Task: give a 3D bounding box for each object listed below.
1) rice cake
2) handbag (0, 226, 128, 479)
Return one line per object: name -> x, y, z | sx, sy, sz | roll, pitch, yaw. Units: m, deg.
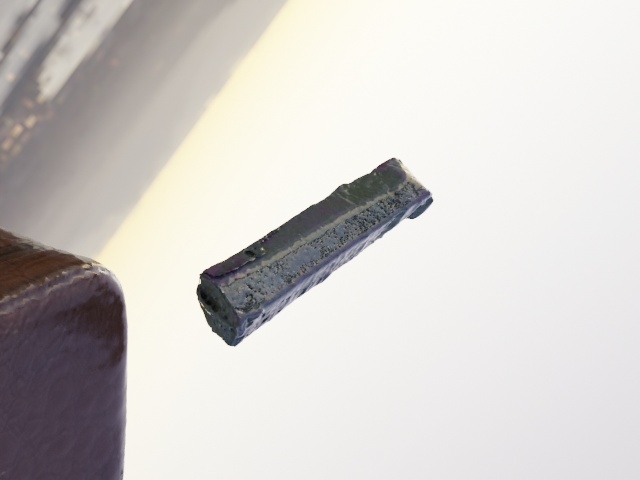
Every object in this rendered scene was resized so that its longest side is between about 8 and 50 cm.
rice cake -> 0.000, 0.000, 1.034 | 0.211, 0.043, 0.034 | -34, 165, -45
handbag -> -0.131, 0.070, 0.451 | 0.193, 0.072, 0.151 | -22, 127, -54
